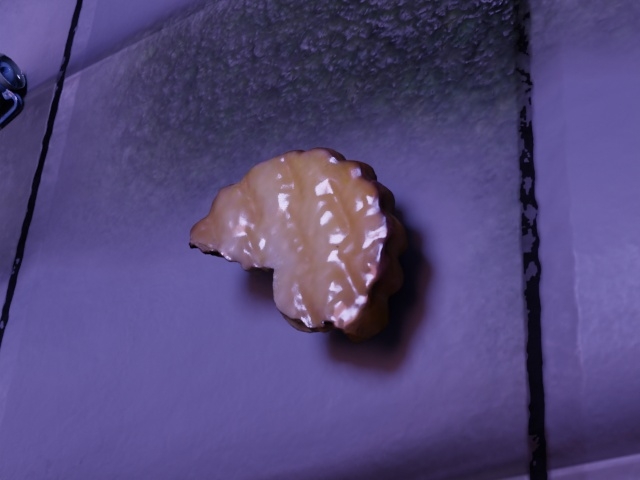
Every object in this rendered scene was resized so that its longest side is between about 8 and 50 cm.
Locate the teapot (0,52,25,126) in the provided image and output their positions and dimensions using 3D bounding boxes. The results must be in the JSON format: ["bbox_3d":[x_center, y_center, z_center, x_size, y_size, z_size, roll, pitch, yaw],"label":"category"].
[{"bbox_3d":[-0.343,-0.146,1.202,0.083,0.049,0.064,-32,45,18],"label":"teapot"}]

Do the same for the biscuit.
[{"bbox_3d":[0.000,0.000,0.799,0.118,0.061,0.183,-51,44,-4],"label":"biscuit"}]
